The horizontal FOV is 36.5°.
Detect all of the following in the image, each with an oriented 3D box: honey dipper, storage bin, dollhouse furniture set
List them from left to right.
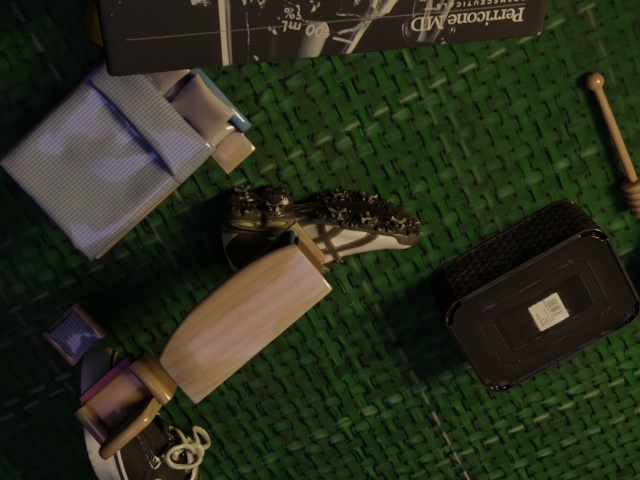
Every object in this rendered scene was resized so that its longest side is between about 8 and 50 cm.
[{"bbox_3d":[-0.177,-0.013,0.809,0.286,0.198,0.303,-40,94,3],"label":"dollhouse furniture set"},{"bbox_3d":[0.218,0.057,1.000,0.180,0.084,0.122,-30,113,8],"label":"storage bin"},{"bbox_3d":[0.298,-0.096,0.973,0.030,0.030,0.160,-28,111,6],"label":"honey dipper"}]

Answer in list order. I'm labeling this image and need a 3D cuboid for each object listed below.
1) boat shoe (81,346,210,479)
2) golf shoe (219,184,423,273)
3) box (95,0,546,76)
[{"bbox_3d":[-0.169,0.237,1.016,0.105,0.113,0.306,-9,114,2],"label":"boat shoe"},{"bbox_3d":[0.000,0.000,0.960,0.198,0.077,0.094,6,116,3],"label":"golf shoe"},{"bbox_3d":[-0.005,-0.308,0.696,0.343,0.179,0.312,-7,132,-8],"label":"box"}]
